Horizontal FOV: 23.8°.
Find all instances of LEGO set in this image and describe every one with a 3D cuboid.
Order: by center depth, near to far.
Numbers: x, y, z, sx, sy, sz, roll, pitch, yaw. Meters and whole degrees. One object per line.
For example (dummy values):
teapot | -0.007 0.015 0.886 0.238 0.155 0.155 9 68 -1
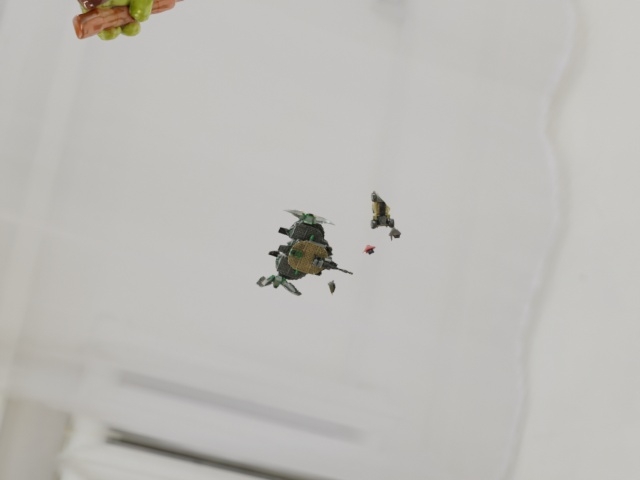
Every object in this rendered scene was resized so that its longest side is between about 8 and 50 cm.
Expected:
LEGO set | 0.002 0.002 0.828 0.023 0.083 0.054 -115 14 -66

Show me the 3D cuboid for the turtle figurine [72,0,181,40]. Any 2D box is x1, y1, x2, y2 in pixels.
turtle figurine | -0.125 -0.126 0.572 0.269 0.217 0.087 118 135 -85
